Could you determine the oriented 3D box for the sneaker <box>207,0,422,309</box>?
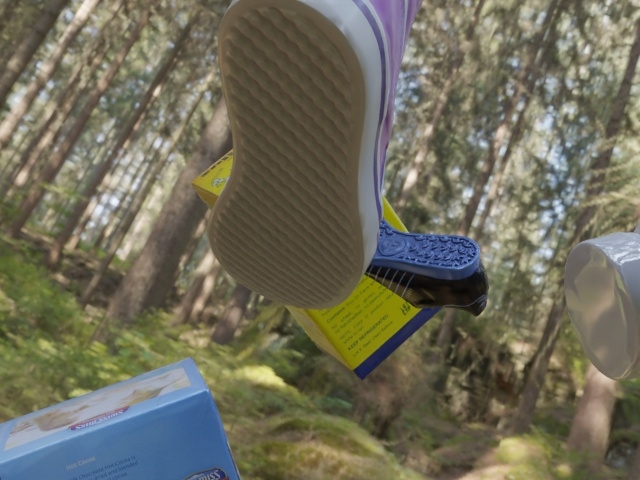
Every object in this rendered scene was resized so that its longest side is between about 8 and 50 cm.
[{"bbox_3d":[0.011,-0.077,0.496,0.102,0.161,0.282,21,-35,4],"label":"sneaker"}]

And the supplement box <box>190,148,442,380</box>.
[{"bbox_3d":[0.000,0.000,1.254,0.356,0.194,0.195,54,-11,-20],"label":"supplement box"}]

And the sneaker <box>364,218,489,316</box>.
[{"bbox_3d":[0.093,0.033,0.986,0.232,0.081,0.090,15,-41,40],"label":"sneaker"}]

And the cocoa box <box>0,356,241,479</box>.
[{"bbox_3d":[-0.276,0.316,1.009,0.231,0.347,0.227,-174,-113,-76],"label":"cocoa box"}]

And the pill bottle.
[{"bbox_3d":[0.403,0.034,0.767,0.319,0.176,0.176,-11,-19,-9],"label":"pill bottle"}]
